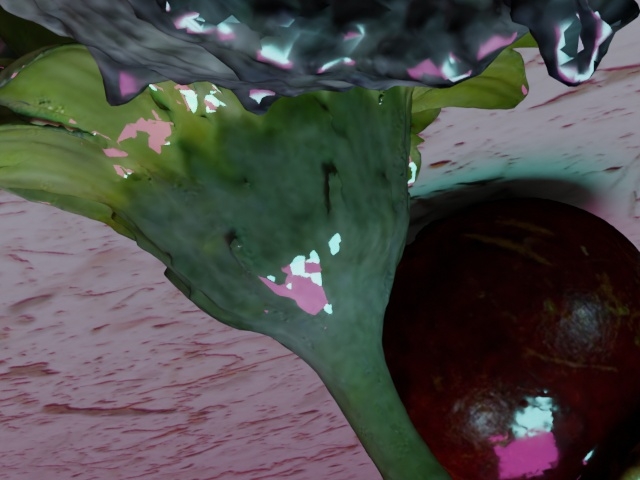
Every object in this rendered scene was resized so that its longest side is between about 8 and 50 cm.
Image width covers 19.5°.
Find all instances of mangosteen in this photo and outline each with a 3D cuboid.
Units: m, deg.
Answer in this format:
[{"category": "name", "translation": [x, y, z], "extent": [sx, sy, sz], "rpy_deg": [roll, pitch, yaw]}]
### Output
[{"category": "mangosteen", "translation": [0.138, 0.097, 1.157], "extent": [0.215, 0.257, 0.215], "rpy_deg": [-36, 159, -16]}]

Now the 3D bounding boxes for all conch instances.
[{"category": "conch", "translation": [0.002, -0.146, 0.514], "extent": [0.241, 0.186, 0.313], "rpy_deg": [23, 158, -17]}]

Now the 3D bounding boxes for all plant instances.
[{"category": "plant", "translation": [-0.024, -0.024, 0.815], "extent": [0.306, 0.297, 0.261], "rpy_deg": [-23, -163, -21]}]
